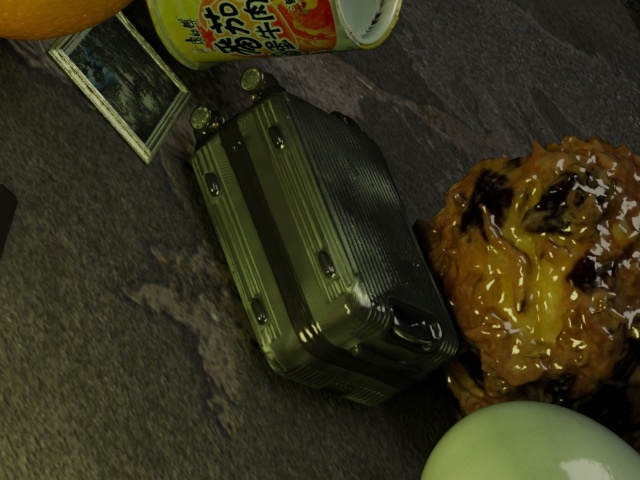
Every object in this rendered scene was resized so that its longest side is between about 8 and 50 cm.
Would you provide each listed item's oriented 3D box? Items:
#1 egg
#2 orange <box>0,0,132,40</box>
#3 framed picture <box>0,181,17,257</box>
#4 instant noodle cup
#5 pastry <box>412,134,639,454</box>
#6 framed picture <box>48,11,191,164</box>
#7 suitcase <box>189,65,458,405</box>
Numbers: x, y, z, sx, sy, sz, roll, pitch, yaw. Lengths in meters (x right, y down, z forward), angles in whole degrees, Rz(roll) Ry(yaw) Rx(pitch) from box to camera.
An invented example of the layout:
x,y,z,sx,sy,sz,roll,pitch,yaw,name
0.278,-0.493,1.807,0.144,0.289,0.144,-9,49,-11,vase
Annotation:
x,y,z,sx,sy,sz,roll,pitch,yaw,name
0.231,0.305,1.703,0.371,0.230,0.230,53,21,-17,egg
-0.251,-0.297,1.562,0.274,0.274,0.274,43,24,-25,orange
-0.328,-0.023,1.338,0.244,0.013,0.324,45,23,-23,framed picture
-0.037,-0.298,1.923,0.264,0.200,0.264,6,90,-65,instant noodle cup
0.240,0.080,1.950,0.405,0.292,0.337,41,40,-82,pastry
-0.187,-0.160,1.819,0.142,0.011,0.183,49,22,-13,framed picture
0.000,0.000,1.809,0.202,0.128,0.312,24,37,-52,suitcase
